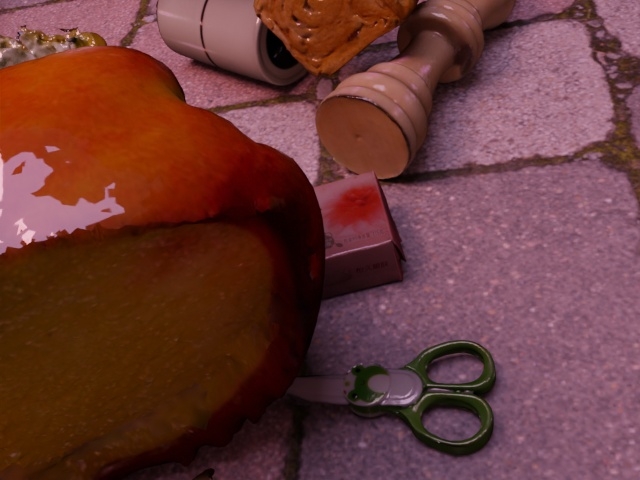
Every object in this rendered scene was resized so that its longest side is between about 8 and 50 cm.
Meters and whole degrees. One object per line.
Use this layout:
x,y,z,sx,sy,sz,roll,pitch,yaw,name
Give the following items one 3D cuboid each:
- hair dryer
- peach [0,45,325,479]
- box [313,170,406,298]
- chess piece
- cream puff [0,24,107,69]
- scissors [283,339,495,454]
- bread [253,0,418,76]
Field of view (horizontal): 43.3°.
-0.032,-0.352,1.124,0.203,0.128,0.362,24,50,36,hair dryer
-0.195,0.030,0.631,0.406,0.335,0.310,-36,42,10,peach
0.000,0.000,0.800,0.156,0.060,0.111,-15,43,3,box
0.144,-0.239,0.950,0.117,0.117,0.397,16,53,30,chess piece
-0.357,-0.154,1.000,0.221,0.195,0.195,0,46,1,cream puff
0.044,0.127,0.684,0.204,0.027,0.101,1,46,16,scissors
0.027,-0.288,0.916,0.158,0.149,0.143,-40,10,40,bread
